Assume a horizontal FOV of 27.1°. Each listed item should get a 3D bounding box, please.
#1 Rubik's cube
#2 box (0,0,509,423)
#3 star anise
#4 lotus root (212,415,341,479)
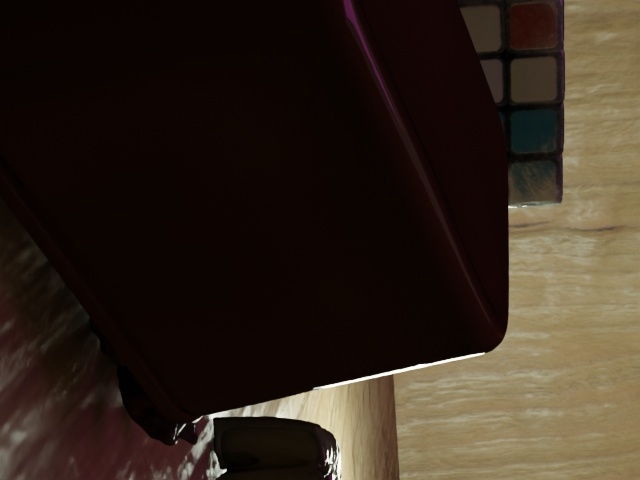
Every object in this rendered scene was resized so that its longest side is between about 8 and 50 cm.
[{"bbox_3d":[0.151,-0.193,1.573,0.253,0.256,0.259,-81,166,-67],"label":"Rubik's cube"},{"bbox_3d":[-0.035,-0.079,0.809,0.239,0.229,0.339,-82,153,-43],"label":"box"},{"bbox_3d":[-0.120,0.056,0.971,0.197,0.073,0.212,-61,146,-80],"label":"star anise"},{"bbox_3d":[-0.039,0.285,1.319,0.138,0.119,0.235,-2,87,-80],"label":"lotus root"}]
